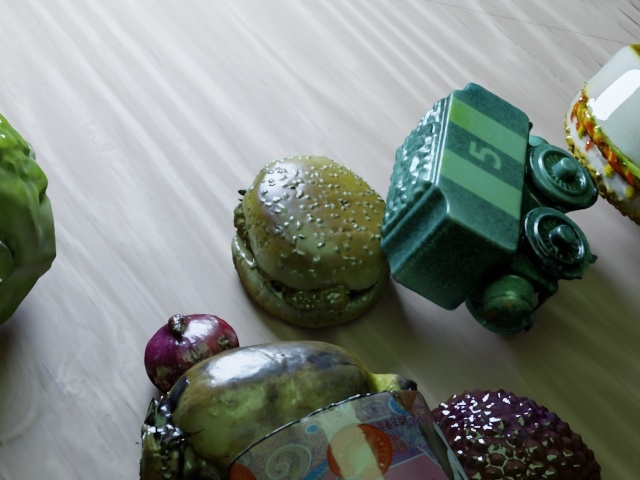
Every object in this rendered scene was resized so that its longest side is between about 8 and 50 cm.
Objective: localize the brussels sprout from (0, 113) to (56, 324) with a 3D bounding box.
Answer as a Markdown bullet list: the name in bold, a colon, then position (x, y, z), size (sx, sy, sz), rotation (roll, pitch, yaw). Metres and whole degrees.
- **brussels sprout**: position (-0.455, -0.033, 1.299), size (0.328, 0.327, 0.247), rotation (-12, 19, -17)

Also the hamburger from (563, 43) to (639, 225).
- **hamburger**: position (0.442, -0.120, 1.539), size (0.294, 0.179, 0.276), rotation (-9, 51, -50)

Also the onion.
- **onion**: position (-0.142, 0.121, 1.321), size (0.107, 0.097, 0.107), rotation (-9, 34, 6)

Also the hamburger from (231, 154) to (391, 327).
- **hamburger**: position (0.000, 0.000, 1.430), size (0.190, 0.122, 0.215), rotation (-13, 54, -22)

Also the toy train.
- **toy train**: position (0.195, -0.032, 1.422), size (0.238, 0.167, 0.299), rotation (29, 41, -12)

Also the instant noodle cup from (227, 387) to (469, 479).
- **instant noodle cup**: position (0.049, 0.271, 1.048), size (0.243, 0.243, 0.231), rotation (-15, 68, -20)

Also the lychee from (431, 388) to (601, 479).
- **lychee**: position (0.190, 0.238, 1.197), size (0.188, 0.188, 0.188), rotation (4, 48, -4)

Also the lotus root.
- **lotus root**: position (-0.046, 0.182, 1.226), size (0.314, 0.169, 0.141), rotation (-8, 43, -21)
